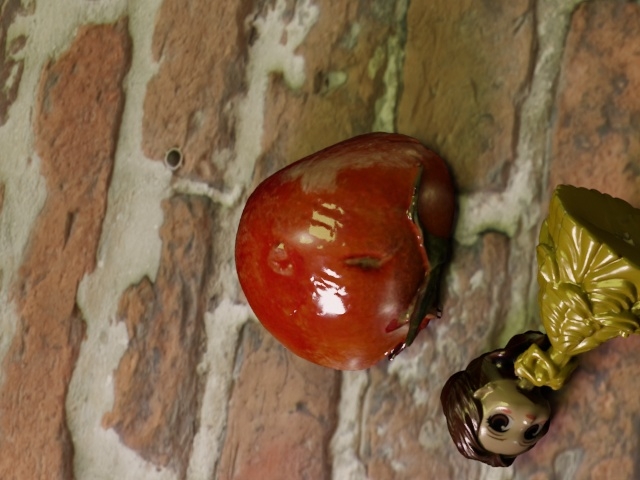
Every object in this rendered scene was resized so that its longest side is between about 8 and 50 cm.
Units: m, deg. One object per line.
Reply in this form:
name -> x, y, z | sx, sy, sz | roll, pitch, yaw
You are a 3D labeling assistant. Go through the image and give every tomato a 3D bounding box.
tomato -> 0.000, 0.000, 1.951 | 0.309, 0.170, 0.309 | -7, 78, 34

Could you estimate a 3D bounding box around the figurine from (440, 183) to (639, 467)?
figurine -> 0.244, 0.114, 1.771 | 0.168, 0.187, 0.315 | 45, 117, 28
